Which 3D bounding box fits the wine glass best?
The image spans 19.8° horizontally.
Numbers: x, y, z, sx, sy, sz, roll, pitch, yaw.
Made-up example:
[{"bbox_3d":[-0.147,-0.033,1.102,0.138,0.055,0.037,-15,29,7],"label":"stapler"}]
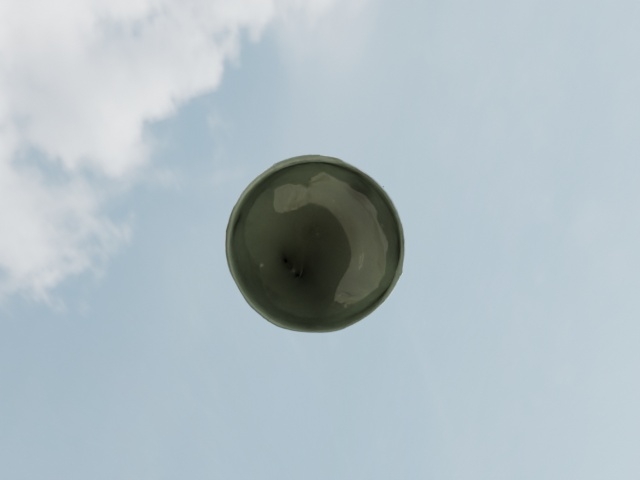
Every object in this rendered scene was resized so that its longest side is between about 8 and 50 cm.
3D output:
[{"bbox_3d":[0.000,0.000,0.797,0.073,0.155,0.073,0,-89,1],"label":"wine glass"}]
